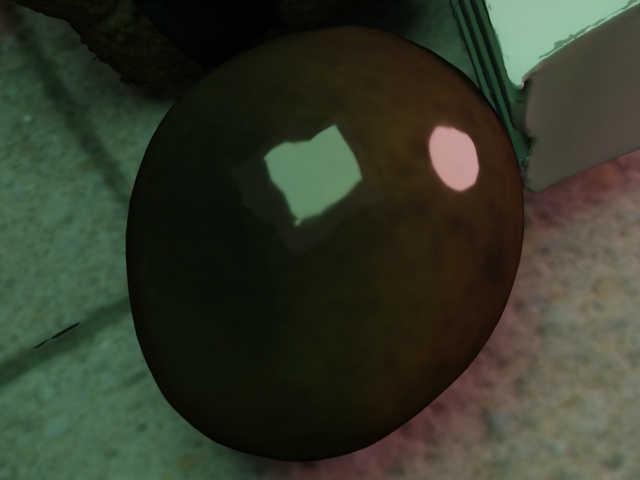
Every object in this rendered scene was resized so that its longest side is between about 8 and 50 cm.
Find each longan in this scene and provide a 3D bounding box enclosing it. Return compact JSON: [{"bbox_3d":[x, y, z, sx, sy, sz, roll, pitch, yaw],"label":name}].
[{"bbox_3d":[0.000,0.000,0.669,0.167,0.167,0.187,12,84,21],"label":"longan"}]

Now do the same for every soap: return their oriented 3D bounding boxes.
[{"bbox_3d":[0.105,-0.132,0.741,0.091,0.145,0.230,-16,54,2],"label":"soap"}]

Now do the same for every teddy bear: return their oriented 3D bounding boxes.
[{"bbox_3d":[-0.076,-0.143,0.808,0.251,0.129,0.182,2,26,-3],"label":"teddy bear"}]
